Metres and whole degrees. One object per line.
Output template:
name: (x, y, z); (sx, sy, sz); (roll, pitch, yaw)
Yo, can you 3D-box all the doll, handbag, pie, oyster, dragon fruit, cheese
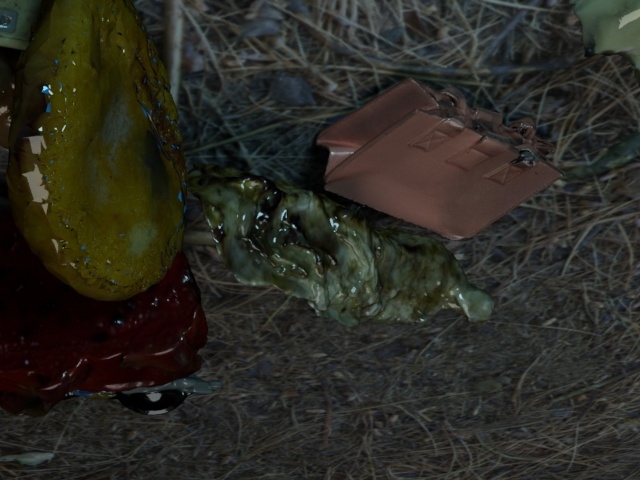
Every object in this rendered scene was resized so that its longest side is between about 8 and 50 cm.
doll: (-0.214, 0.172, 1.799); (0.195, 0.070, 0.096); (1, 163, -1)
handbag: (0.116, -0.079, 1.479); (0.212, 0.059, 0.157); (19, 140, -38)
pie: (-0.176, -0.084, 1.230); (0.069, 0.273, 0.273); (1, 152, 20)
oyster: (-0.006, -0.009, 1.489); (0.396, 0.204, 0.111); (20, 105, -46)
dragon fruit: (-0.262, 0.121, 1.482); (0.329, 0.228, 0.286); (-27, 153, -12)
cheese: (0.350, -0.206, 1.315); (0.249, 0.070, 0.163); (-17, 148, 15)

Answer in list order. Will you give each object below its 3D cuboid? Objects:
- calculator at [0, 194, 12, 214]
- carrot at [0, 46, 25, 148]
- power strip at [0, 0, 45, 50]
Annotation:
calculator: (-0.352, 0.000, 1.537); (0.095, 0.021, 0.153); (22, 137, -38)
carrot: (-0.331, -0.152, 1.240); (0.263, 0.102, 0.102); (22, 138, -30)
power strip: (-0.335, -0.210, 1.157); (0.268, 0.034, 0.092); (8, 105, -23)
